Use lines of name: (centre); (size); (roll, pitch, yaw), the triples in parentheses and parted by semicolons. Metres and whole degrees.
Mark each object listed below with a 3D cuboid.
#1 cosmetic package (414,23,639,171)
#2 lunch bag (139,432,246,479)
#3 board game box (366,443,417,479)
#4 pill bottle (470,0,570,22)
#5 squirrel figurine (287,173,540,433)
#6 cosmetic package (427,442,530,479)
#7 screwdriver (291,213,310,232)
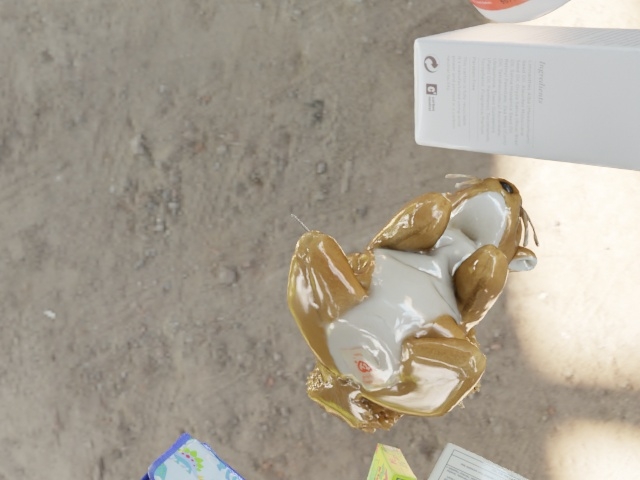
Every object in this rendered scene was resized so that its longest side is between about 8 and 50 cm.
cosmetic package: (0.380, -0.208, 1.363); (0.453, 0.230, 0.161); (11, 113, 37)
lunch bag: (-0.103, 0.242, 0.762); (0.129, 0.151, 0.096); (39, 142, 6)
board game box: (0.117, 0.418, 1.660); (0.043, 0.181, 0.092); (17, 92, -5)
pill bottle: (0.151, -0.381, 0.957); (0.181, 0.323, 0.181); (-32, 34, 24)
squirrel figurine: (0.149, 0.083, 1.417); (0.281, 0.370, 0.397); (31, 139, 15)
cosmetic package: (0.169, 0.442, 1.298); (0.153, 0.296, 0.129); (24, 144, 19)
screwdriver: (0.000, 0.000, 1.483); (0.025, 0.170, 0.024); (-33, 50, 4)
